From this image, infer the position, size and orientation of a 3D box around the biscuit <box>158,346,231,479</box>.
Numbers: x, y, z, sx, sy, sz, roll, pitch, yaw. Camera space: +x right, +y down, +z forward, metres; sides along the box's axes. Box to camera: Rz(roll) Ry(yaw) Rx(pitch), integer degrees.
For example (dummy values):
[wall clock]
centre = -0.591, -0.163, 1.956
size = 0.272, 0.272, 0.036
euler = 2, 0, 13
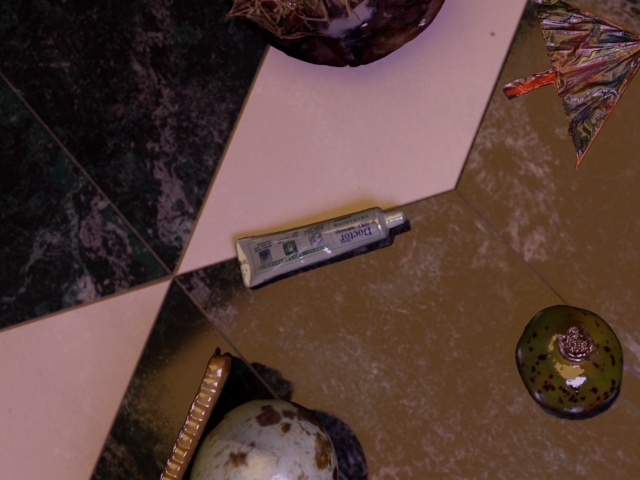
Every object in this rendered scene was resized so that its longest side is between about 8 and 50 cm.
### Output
[biscuit]
centre = -0.159, 0.245, 1.425
size = 0.029, 0.172, 0.254
euler = 23, 85, 0

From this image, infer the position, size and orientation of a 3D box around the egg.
[egg]
centre = -0.070, 0.292, 1.391
size = 0.169, 0.169, 0.231
euler = 18, 91, 16

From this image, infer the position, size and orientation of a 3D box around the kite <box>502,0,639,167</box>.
[kite]
centre = 0.315, -0.206, 1.489
size = 0.189, 0.009, 0.232
euler = -17, 75, 9

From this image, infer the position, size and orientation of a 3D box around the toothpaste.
[toothpaste]
centre = 0.000, 0.000, 1.506
size = 0.218, 0.041, 0.064
euler = -17, 81, 13

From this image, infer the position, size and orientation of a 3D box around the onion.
[onion]
centre = 0.018, -0.362, 1.460
size = 0.314, 0.314, 0.232
euler = 12, 48, 15

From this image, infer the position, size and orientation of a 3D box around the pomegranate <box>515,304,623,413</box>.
[pomegranate]
centre = 0.275, 0.134, 1.366
size = 0.130, 0.130, 0.130
euler = -3, 78, 13
